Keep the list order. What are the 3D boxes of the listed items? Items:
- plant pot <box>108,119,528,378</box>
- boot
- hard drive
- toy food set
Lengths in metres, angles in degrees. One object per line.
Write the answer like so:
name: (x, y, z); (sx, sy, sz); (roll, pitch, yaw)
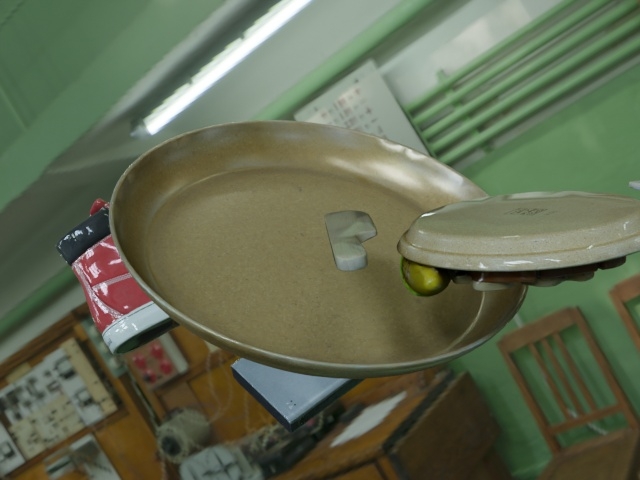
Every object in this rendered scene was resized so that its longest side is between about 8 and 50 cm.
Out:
plant pot: (0.000, 0.000, 0.485); (0.236, 0.236, 0.032); (-32, -37, -44)
boot: (-0.172, 0.005, 0.992); (0.244, 0.176, 0.088); (-23, -16, -29)
hard drive: (-0.005, 0.115, 0.815); (0.135, 0.094, 0.022); (-32, -44, -26)
toy food set: (0.099, 0.004, 0.406); (0.192, 0.039, 0.132); (-7, 12, 2)
